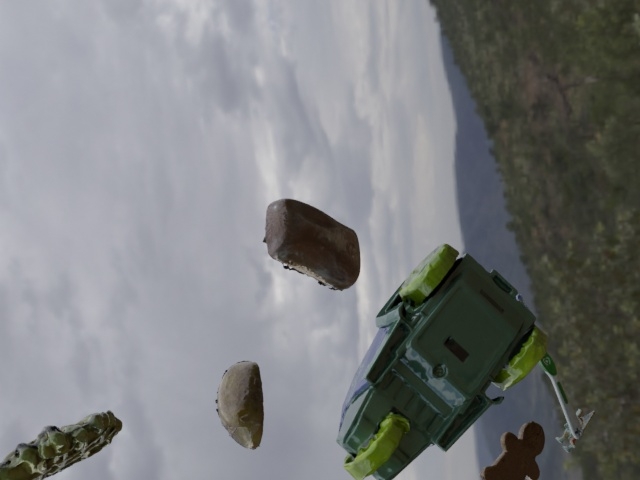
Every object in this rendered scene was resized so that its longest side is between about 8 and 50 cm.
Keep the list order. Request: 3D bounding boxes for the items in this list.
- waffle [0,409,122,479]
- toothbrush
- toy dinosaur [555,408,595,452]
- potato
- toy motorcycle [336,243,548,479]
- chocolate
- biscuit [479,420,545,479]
[{"bbox_3d":[-0.542,0.435,1.660,0.073,0.317,0.297,56,-174,11],"label":"waffle"},{"bbox_3d":[0.449,0.249,1.683,0.030,0.030,0.304,22,-135,-77],"label":"toothbrush"},{"bbox_3d":[0.567,0.411,1.861,0.044,0.106,0.187,42,173,16],"label":"toy dinosaur"},{"bbox_3d":[-0.216,0.427,2.312,0.100,0.120,0.261,124,146,-51],"label":"potato"},{"bbox_3d":[0.123,0.179,1.112,0.326,0.191,0.200,-47,1,-22],"label":"toy motorcycle"},{"bbox_3d":[0.002,0.000,1.764,0.261,0.083,0.161,25,-131,-39],"label":"chocolate"},{"bbox_3d":[0.438,0.491,1.895,0.138,0.031,0.205,50,-118,-15],"label":"biscuit"}]
